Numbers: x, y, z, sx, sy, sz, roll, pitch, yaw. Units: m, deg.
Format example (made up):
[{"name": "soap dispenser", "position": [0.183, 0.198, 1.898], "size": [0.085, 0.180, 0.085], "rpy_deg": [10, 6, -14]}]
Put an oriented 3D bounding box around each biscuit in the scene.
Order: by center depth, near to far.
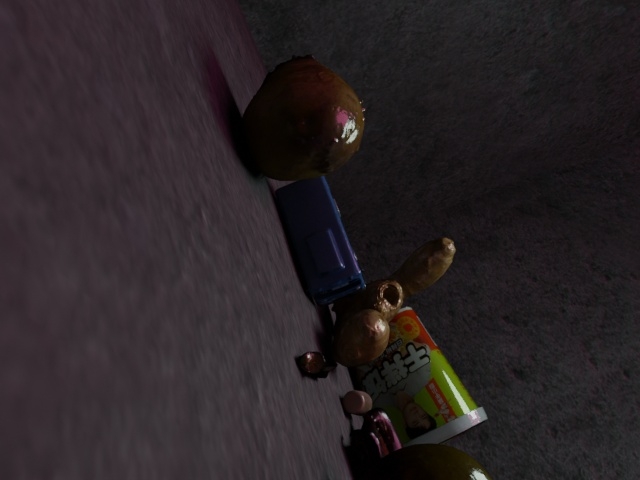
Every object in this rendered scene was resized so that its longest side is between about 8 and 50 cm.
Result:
[{"name": "biscuit", "position": [0.096, 0.362, 0.865], "size": [0.235, 0.063, 0.152], "rpy_deg": [27, 42, -76]}]

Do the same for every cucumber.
[{"name": "cucumber", "position": [-0.004, 0.168, 0.722], "size": [0.034, 0.033, 0.135], "rpy_deg": [37, -7, 15]}]

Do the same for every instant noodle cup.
[{"name": "instant noodle cup", "position": [0.209, 0.348, 1.290], "size": [0.308, 0.293, 0.294], "rpy_deg": [64, 1, 26]}]

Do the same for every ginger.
[{"name": "ginger", "position": [0.094, 0.159, 1.123], "size": [0.122, 0.348, 0.363], "rpy_deg": [43, 49, -6]}]

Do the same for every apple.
[{"name": "apple", "position": [0.124, 0.318, 0.579], "size": [0.196, 0.156, 0.197], "rpy_deg": [49, -23, 29]}]

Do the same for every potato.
[{"name": "potato", "position": [-0.027, -0.188, 0.893], "size": [0.266, 0.229, 0.230], "rpy_deg": [-95, 165, -67]}]

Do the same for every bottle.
[{"name": "bottle", "position": [0.066, 0.294, 0.966], "size": [0.096, 0.045, 0.045], "rpy_deg": [57, 13, -67]}]

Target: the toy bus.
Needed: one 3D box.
[{"name": "toy bus", "position": [0.000, 0.000, 1.043], "size": [0.133, 0.116, 0.234], "rpy_deg": [65, 5, -73]}]
